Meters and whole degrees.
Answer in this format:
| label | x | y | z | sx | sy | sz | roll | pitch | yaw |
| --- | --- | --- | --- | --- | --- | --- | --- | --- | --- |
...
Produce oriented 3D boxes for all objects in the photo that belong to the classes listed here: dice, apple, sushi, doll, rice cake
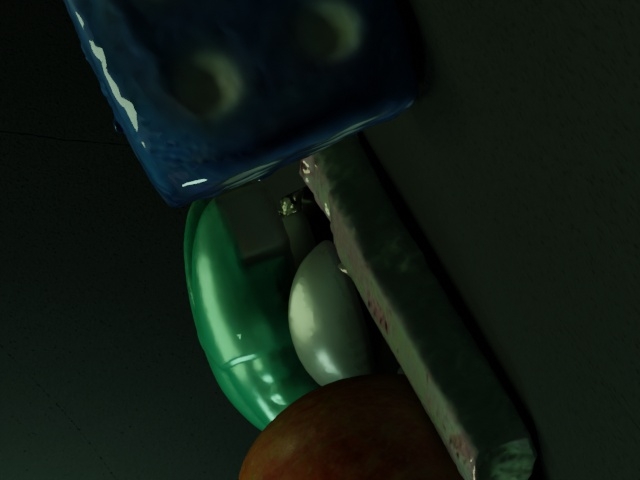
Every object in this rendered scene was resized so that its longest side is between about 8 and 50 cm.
| label | x | y | z | sx | sy | sz | roll | pitch | yaw |
| --- | --- | --- | --- | --- | --- | --- | --- | --- | --- |
| dice | -0.043 | -0.104 | 0.970 | 0.143 | 0.146 | 0.146 | 125 | 120 | -86 |
| apple | 0.039 | 0.184 | 1.217 | 0.209 | 0.164 | 0.209 | -17 | -90 | -75 |
| sushi | 0.000 | 0.000 | 1.491 | 0.084 | 0.056 | 0.083 | 168 | 78 | -84 |
| doll | -0.004 | 0.072 | 1.368 | 0.195 | 0.153 | 0.258 | -130 | 24 | -51 |
| rice cake | 0.053 | 0.043 | 1.183 | 0.290 | 0.051 | 0.081 | 62 | 177 | 40 |
